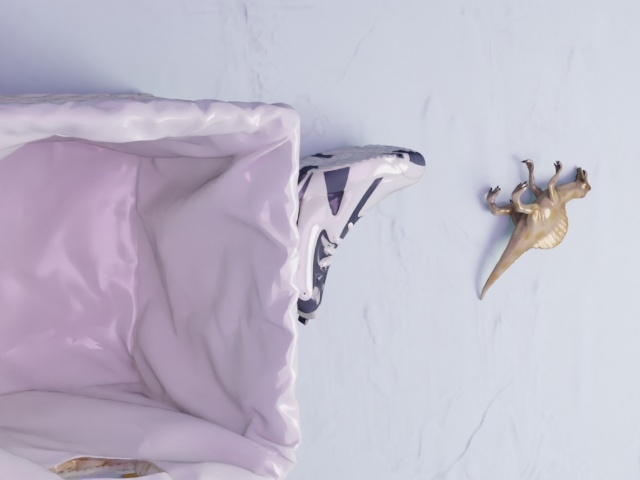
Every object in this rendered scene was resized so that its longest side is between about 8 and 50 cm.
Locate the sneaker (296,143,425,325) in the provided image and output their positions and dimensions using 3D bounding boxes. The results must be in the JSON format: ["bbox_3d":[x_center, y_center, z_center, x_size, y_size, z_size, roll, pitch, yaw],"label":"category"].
[{"bbox_3d":[0.000,0.000,1.394,0.234,0.094,0.153,-17,106,-19],"label":"sneaker"}]

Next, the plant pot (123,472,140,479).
[{"bbox_3d":[-0.136,0.232,1.367,0.095,0.134,0.134,-1,100,3],"label":"plant pot"}]

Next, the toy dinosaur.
[{"bbox_3d":[0.221,-0.022,1.505,0.183,0.053,0.093,-46,114,-10],"label":"toy dinosaur"}]

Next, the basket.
[{"bbox_3d":[-0.216,0.041,1.196,0.328,0.266,0.331,-5,100,-31],"label":"basket"}]
